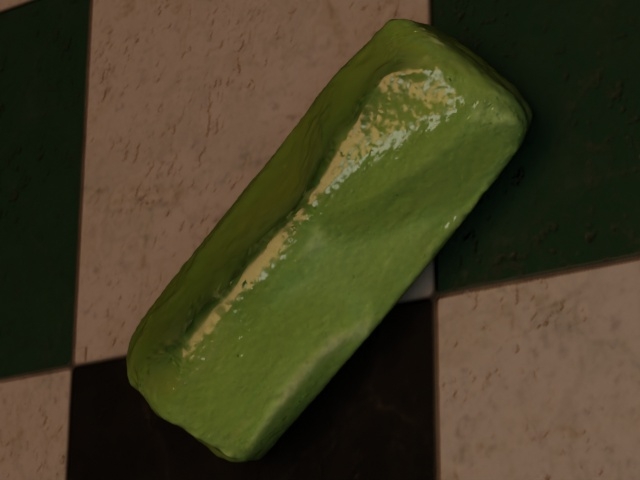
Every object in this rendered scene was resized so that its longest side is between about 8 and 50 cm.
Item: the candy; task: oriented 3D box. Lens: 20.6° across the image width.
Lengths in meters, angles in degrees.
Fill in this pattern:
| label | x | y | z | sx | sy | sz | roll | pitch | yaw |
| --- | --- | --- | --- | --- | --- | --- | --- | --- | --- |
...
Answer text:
| label | x | y | z | sx | sy | sz | roll | pitch | yaw |
| --- | --- | --- | --- | --- | --- | --- | --- | --- | --- |
| candy | 0.000 | 0.000 | 1.255 | 0.343 | 0.132 | 0.142 | -50 | 9 | 11 |
